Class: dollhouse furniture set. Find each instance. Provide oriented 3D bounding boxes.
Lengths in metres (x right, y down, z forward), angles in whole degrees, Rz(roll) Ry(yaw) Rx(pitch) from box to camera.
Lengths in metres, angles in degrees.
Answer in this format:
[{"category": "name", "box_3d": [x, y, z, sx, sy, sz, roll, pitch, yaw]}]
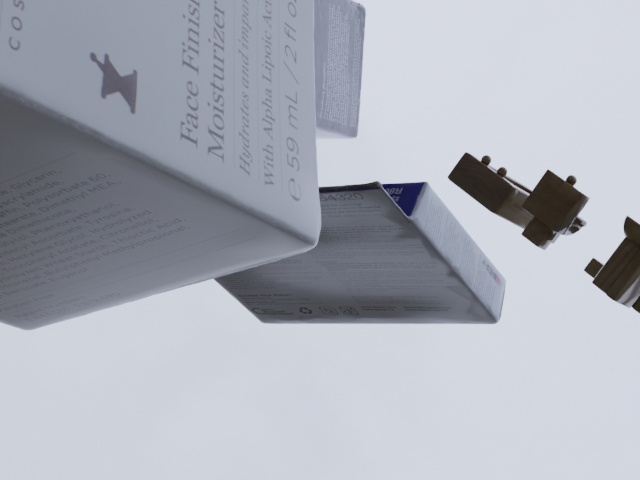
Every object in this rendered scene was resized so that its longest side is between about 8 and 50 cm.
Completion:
[{"category": "dollhouse furniture set", "box_3d": [0.212, -0.041, 1.014, 0.151, 0.144, 0.123, 41, -79, 33]}]

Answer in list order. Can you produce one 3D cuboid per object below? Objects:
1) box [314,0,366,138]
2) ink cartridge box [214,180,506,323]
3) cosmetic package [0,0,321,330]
[{"category": "box", "box_3d": [-0.132, -0.218, 1.618, 0.296, 0.294, 0.182, 3, -90, 19]}, {"category": "ink cartridge box", "box_3d": [0.000, 0.000, 1.524, 0.324, 0.330, 0.071, -1, -119, 29]}, {"category": "cosmetic package", "box_3d": [-0.112, -0.074, 0.467, 0.151, 0.184, 0.151, -16, -115, 32]}]
